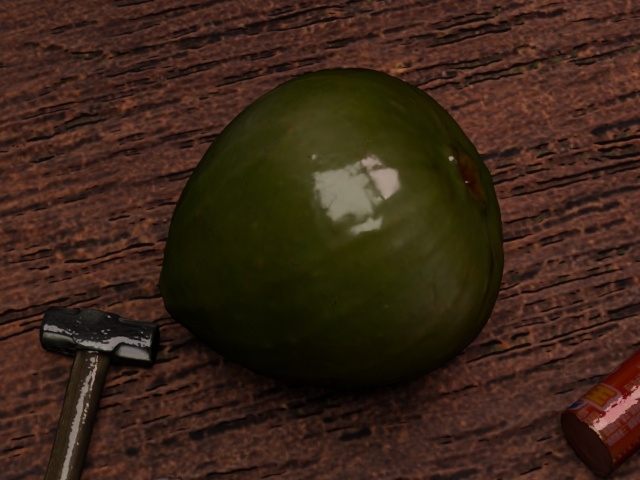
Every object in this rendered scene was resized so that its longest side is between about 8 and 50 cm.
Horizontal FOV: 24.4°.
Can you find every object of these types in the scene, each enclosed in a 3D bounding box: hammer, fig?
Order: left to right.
[{"bbox_3d":[-0.237,0.235,1.352,0.111,0.043,0.365,9,66,4],"label":"hammer"},{"bbox_3d":[0.000,0.000,1.341,0.316,0.316,0.316,0,63,1],"label":"fig"}]

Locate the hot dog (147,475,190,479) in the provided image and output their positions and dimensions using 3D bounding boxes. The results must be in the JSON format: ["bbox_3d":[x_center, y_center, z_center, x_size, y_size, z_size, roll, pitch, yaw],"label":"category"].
[{"bbox_3d":[-0.207,0.290,1.273,0.268,0.075,0.144,-14,77,-17],"label":"hot dog"}]

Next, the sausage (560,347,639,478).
[{"bbox_3d":[0.343,0.109,1.381,0.274,0.074,0.074,-37,68,-16],"label":"sausage"}]
